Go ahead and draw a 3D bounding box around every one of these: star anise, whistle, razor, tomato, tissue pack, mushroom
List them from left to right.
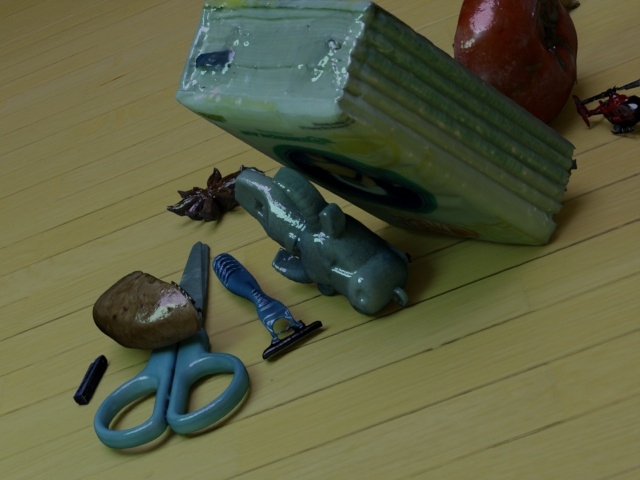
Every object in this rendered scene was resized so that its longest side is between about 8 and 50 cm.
[{"bbox_3d":[-0.227,0.089,1.774,0.094,0.072,0.209,-46,27,-15],"label":"mushroom"},{"bbox_3d":[-0.151,-0.065,2.068,0.141,0.042,0.141,-23,26,12],"label":"star anise"},{"bbox_3d":[-0.082,0.069,1.778,0.082,0.042,0.253,-29,28,-11],"label":"razor"},{"bbox_3d":[0.000,0.000,1.704,0.269,0.180,0.093,32,59,22],"label":"whistle"},{"bbox_3d":[0.069,-0.134,1.636,0.287,0.388,0.162,11,78,47],"label":"tissue pack"},{"bbox_3d":[0.267,-0.255,1.857,0.095,0.237,0.237,-9,32,36],"label":"tomato"}]

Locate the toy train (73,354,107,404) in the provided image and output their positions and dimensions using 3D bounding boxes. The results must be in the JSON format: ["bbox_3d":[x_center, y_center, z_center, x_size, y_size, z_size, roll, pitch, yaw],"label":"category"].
[{"bbox_3d":[-0.289,0.175,1.794,0.017,0.017,0.083,-20,27,26],"label":"toy train"}]

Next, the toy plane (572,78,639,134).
[{"bbox_3d":[0.371,-0.168,1.806,0.037,0.060,0.145,-37,15,-21],"label":"toy plane"}]

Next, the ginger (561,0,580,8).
[{"bbox_3d":[0.283,-0.293,2.081,0.148,0.081,0.334,-22,22,42],"label":"ginger"}]

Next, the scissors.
[{"bbox_3d":[-0.171,0.110,1.797,0.192,0.029,0.447,-19,27,11],"label":"scissors"}]
